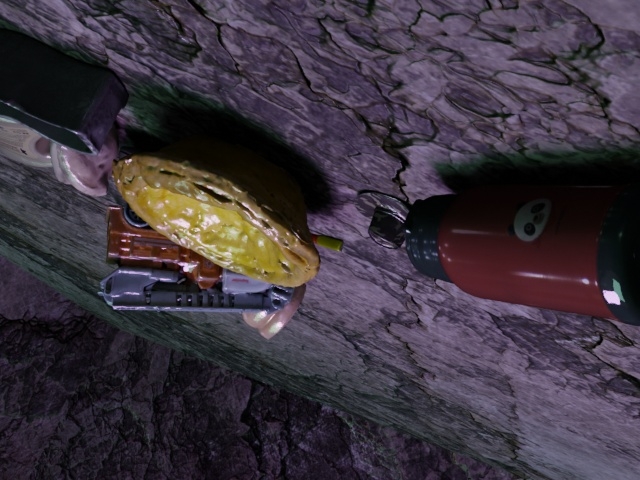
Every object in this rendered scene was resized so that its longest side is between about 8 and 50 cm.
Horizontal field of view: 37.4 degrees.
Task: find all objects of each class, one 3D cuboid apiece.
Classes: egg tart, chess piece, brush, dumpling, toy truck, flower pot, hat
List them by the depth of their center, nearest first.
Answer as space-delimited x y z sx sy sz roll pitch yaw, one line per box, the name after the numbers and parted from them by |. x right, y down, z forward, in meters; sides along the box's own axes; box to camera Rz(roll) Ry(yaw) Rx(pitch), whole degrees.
0.095 -0.019 1.333 0.121 0.050 0.121 27 164 8 | hat
-0.401 -0.215 1.374 0.229 0.108 0.103 24 164 10 | flower pot
-0.139 -0.059 1.411 0.345 0.133 0.345 23 164 7 | egg tart
-0.380 -0.137 1.515 0.118 0.136 0.199 -11 151 11 | dumpling
0.000 0.000 1.585 0.083 0.019 0.021 17 171 23 | brush
-0.204 0.039 1.625 0.338 0.185 0.133 7 168 -14 | toy truck
-0.170 0.075 1.885 0.260 0.143 0.142 34 162 -12 | chess piece

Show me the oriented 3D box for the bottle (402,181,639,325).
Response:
0.232 0.001 1.047 0.144 0.144 0.336 37 162 -34 | bottle

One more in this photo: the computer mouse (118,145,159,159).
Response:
-0.275 -0.107 1.601 0.120 0.057 0.232 22 166 4 | computer mouse

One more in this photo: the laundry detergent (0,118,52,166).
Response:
-0.502 -0.195 1.611 0.181 0.091 0.253 18 162 6 | laundry detergent
